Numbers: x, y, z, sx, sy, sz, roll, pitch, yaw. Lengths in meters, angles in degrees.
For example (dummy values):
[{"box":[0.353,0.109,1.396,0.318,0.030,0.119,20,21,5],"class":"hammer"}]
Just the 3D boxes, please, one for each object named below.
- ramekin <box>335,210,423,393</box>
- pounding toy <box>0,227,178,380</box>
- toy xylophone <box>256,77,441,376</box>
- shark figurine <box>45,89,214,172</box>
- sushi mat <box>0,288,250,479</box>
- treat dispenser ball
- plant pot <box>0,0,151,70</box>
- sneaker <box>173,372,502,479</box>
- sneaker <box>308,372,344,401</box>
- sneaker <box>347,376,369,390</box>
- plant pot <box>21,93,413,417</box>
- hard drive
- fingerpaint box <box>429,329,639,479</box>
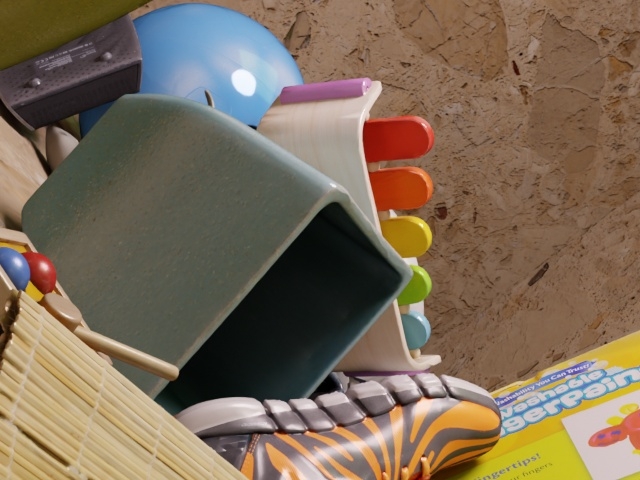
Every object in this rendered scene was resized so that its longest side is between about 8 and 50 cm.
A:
[{"box":[0.018,0.062,1.690,0.273,0.127,0.273,171,-90,-67],"class":"ramekin"},{"box":[-0.182,0.059,0.917,0.141,0.100,0.130,54,4,8],"class":"pounding toy"},{"box":[0.000,0.000,1.423,0.081,0.236,0.323,-41,130,-56],"class":"toy xylophone"},{"box":[-0.207,-0.052,1.473,0.116,0.278,0.166,-14,95,-45],"class":"shark figurine"},{"box":[-0.111,0.169,0.877,0.316,0.019,0.151,49,41,-47],"class":"sushi mat"},{"box":[-0.155,-0.151,1.784,0.288,0.288,0.288,53,4,-5],"class":"treat dispenser ball"},{"box":[-0.268,-0.232,1.059,0.275,0.293,0.275,53,4,-6],"class":"plant pot"},{"box":[0.030,0.217,1.164,0.180,0.321,0.125,65,-32,35],"class":"sneaker"},{"box":[-0.035,0.173,1.569,0.111,0.121,0.300,52,4,-20],"class":"sneaker"},{"box":[0.117,0.241,1.511,0.315,0.182,0.127,87,6,-64],"class":"sneaker"},{"box":[-0.115,0.014,1.260,0.252,0.248,0.247,40,-3,25],"class":"plant pot"},{"box":[-0.295,-0.215,1.646,0.255,0.172,0.054,-121,-168,-54],"class":"hard drive"},{"box":[0.220,0.268,1.232,0.371,0.444,0.163,-119,-173,-69],"class":"fingerpaint box"}]
